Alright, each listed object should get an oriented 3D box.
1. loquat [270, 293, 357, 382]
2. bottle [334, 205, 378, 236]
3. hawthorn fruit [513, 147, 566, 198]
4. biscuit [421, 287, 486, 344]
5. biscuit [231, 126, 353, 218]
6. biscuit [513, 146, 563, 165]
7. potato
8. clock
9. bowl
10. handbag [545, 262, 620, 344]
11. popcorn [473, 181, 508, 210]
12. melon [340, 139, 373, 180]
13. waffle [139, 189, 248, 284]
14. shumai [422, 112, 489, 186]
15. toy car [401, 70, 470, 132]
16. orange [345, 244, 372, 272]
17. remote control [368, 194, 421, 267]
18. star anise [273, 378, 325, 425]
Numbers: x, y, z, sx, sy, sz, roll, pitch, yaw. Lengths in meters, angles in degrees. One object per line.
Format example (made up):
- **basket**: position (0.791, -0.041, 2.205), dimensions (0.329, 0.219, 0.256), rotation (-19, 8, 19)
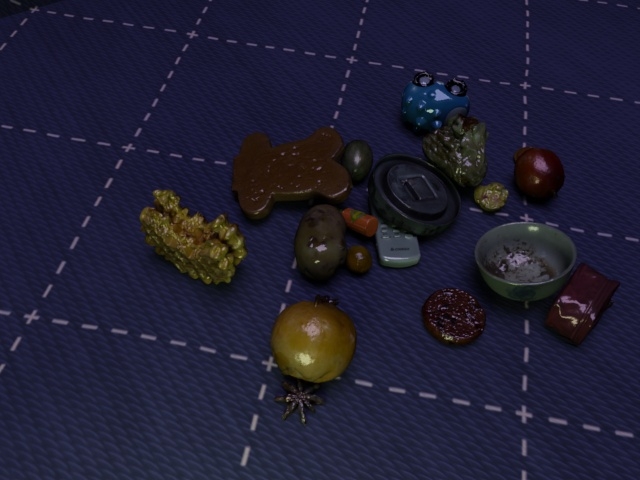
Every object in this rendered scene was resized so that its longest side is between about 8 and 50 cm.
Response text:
- **loquat**: position (-0.015, 0.257, 1.706), dimensions (0.243, 0.244, 0.244), rotation (1, 52, -2)
- **bottle**: position (0.095, -0.069, 2.053), dimensions (0.187, 0.069, 0.069), rotation (21, 52, 37)
- **hawthorn fruit**: position (0.739, -0.216, 2.158), dimensions (0.169, 0.169, 0.188), rotation (-5, 56, -7)
- **biscuit**: position (0.389, 0.221, 1.870), dimensions (0.192, 0.049, 0.192), rotation (0, 46, 0)
- **biscuit**: position (-0.103, -0.234, 2.145), dimensions (0.393, 0.076, 0.368), rotation (-11, 52, 4)
- **biscuit**: position (0.781, -0.286, 2.297), dimensions (0.175, 0.026, 0.124), rotation (17, 54, 11)
- **potato**: position (0.000, 0.000, 1.957), dimensions (0.164, 0.165, 0.262), rotation (2, 50, -1)
- **clock**: position (0.306, -0.153, 2.089), dimensions (0.318, 0.066, 0.319), rotation (13, 47, -15)
- **bowl**: position (0.607, 0.085, 1.905), dimensions (0.289, 0.146, 0.289), rotation (-8, 37, 6)
- **handbag**: position (0.760, 0.184, 1.855), dimensions (0.135, 0.146, 0.225), rotation (32, 55, 24)
- **popcorn**: position (0.570, -0.146, 2.144), dimensions (0.109, 0.089, 0.097), rotation (3, 87, 11)
- **melon**: position (0.125, -0.280, 2.205), dimensions (0.114, 0.114, 0.167), rotation (6, 55, 2)
- **waffle**: position (-0.365, -0.004, 1.873), dimensions (0.324, 0.261, 0.151), rotation (26, 63, 20)
- **shumai**: position (0.479, -0.317, 2.151), dimensions (0.189, 0.218, 0.256), rotation (-9, 44, -47)
- **toy car**: position (0.410, -0.480, 2.331), dimensions (0.255, 0.188, 0.190), rotation (16, 61, 6)
- **orange**: position (0.115, 0.056, 1.963), dimensions (0.085, 0.085, 0.095), rotation (-9, 42, -10)
- **remote control**: position (0.233, -0.042, 2.061), dimensions (0.140, 0.056, 0.296), rotation (-3, 51, -3)
- **star anise**: position (-0.057, 0.418, 1.697), dimensions (0.141, 0.042, 0.141), rotation (1, 50, -2)
